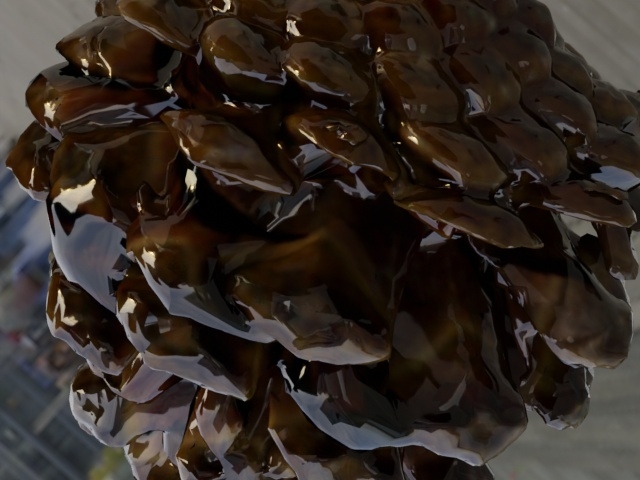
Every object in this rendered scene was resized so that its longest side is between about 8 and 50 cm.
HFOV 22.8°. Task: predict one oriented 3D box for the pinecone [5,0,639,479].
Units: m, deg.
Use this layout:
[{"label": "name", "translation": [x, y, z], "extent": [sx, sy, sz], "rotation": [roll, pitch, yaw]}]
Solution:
[{"label": "pinecone", "translation": [0.000, 0.000, 0.392], "extent": [0.173, 0.173, 0.173], "rotation": [40, 169, 9]}]
